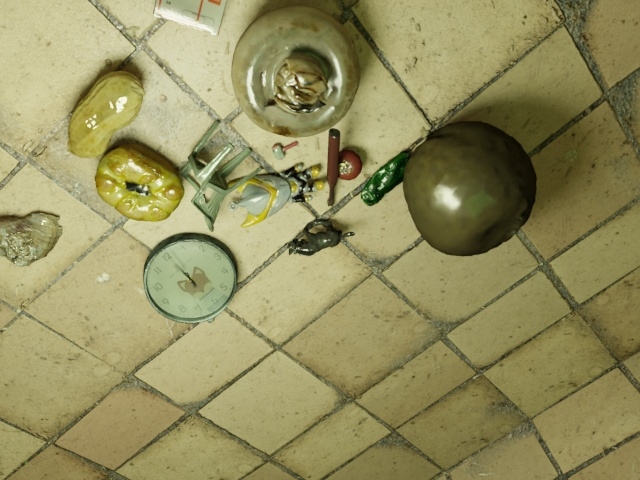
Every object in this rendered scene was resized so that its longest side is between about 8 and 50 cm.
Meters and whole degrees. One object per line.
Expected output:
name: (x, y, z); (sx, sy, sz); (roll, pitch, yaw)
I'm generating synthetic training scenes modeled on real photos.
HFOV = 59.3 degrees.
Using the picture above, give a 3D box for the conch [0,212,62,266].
conch: (-0.932, -0.004, 1.776); (0.245, 0.163, 0.178); (-28, 157, -12)

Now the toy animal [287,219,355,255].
toy animal: (0.000, 0.000, 1.921); (0.232, 0.148, 0.085); (-12, 124, -3)

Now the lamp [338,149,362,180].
lamp: (0.087, -0.244, 1.818); (0.101, 0.090, 0.101); (9, 112, 23)

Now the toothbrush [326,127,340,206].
toothbrush: (0.038, -0.220, 1.778); (0.040, 0.041, 0.364); (-8, 149, -6)

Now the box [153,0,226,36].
box: (-0.342, -0.636, 1.484); (0.182, 0.099, 0.133); (14, 117, -19)

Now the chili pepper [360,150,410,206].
chili pepper: (0.226, -0.206, 1.886); (0.224, 0.061, 0.098); (-42, 120, 17)

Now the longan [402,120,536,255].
longan: (0.472, -0.155, 1.772); (0.403, 0.404, 0.436); (-24, 122, 5)

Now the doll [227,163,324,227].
doll: (-0.147, -0.152, 1.829); (0.316, 0.103, 0.146); (-19, 119, -5)

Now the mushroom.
mushroom: (-0.063, -0.447, 1.538); (0.362, 0.295, 0.363); (-5, 124, -7)

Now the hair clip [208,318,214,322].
hair clip: (-0.420, 0.226, 2.043); (0.062, 0.056, 0.214); (-40, 127, -28)

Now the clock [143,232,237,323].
clock: (-0.445, 0.134, 1.933); (0.324, 0.067, 0.325); (-4, 110, -11)

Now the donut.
donut: (-0.555, -0.175, 1.720); (0.208, 0.128, 0.261); (-41, 120, 17)

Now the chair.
chair: (-0.321, -0.183, 1.720); (0.274, 0.203, 0.190); (-44, 131, 11)

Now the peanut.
peanut: (-0.615, -0.351, 1.594); (0.305, 0.147, 0.147); (-41, 120, 15)

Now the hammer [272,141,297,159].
hammer: (-0.111, -0.293, 1.788); (0.083, 0.031, 0.053); (-26, 127, -1)
